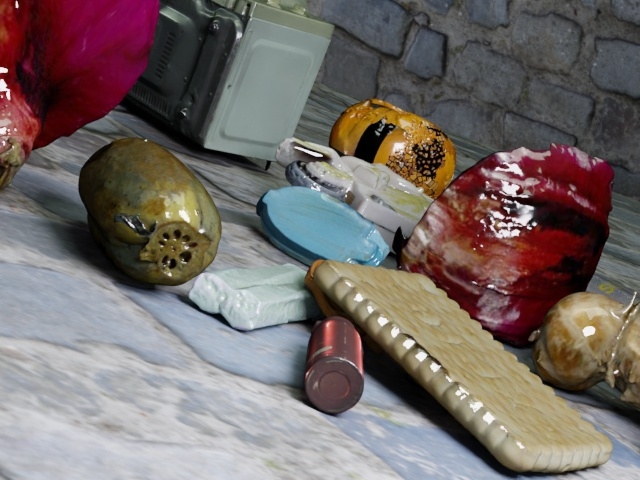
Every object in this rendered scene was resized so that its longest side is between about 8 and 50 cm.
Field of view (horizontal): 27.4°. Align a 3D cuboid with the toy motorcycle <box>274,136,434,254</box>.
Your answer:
[{"bbox_3d":[0.085,-0.058,2.008,0.340,0.108,0.223,26,19,-21],"label":"toy motorcycle"}]

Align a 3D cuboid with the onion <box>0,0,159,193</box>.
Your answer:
[{"bbox_3d":[-0.362,-0.223,1.432,0.398,0.398,0.420,16,36,-31],"label":"onion"}]

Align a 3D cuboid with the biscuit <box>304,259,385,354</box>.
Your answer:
[{"bbox_3d":[0.033,0.071,1.451,0.130,0.019,0.102,39,22,-23],"label":"biscuit"}]

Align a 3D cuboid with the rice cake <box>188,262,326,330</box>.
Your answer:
[{"bbox_3d":[-0.053,0.059,1.417,0.085,0.040,0.226,29,13,22],"label":"rice cake"}]

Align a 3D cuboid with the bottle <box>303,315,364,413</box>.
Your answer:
[{"bbox_3d":[0.015,0.115,1.268,0.060,0.060,0.164,22,12,-4],"label":"bottle"}]

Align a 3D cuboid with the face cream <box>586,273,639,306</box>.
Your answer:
[{"bbox_3d":[0.482,0.123,2.042,0.073,0.073,0.283,9,18,-48],"label":"face cream"}]

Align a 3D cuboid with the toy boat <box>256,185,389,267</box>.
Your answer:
[{"bbox_3d":[0.000,0.000,1.721,0.215,0.088,0.102,28,-21,27],"label":"toy boat"}]

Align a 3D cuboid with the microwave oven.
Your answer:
[{"bbox_3d":[-0.201,-0.318,2.189,0.218,0.286,0.355,8,20,-49],"label":"microwave oven"}]

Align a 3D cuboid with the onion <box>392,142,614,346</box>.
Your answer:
[{"bbox_3d":[0.271,0.015,1.715,0.314,0.280,0.146,15,29,-30],"label":"onion"}]

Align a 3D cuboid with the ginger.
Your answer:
[{"bbox_3d":[0.440,0.168,1.536,0.256,0.176,0.375,-22,39,-23],"label":"ginger"}]

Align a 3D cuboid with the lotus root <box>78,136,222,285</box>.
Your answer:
[{"bbox_3d":[-0.180,-0.033,1.371,0.123,0.124,0.241,-15,28,-19],"label":"lotus root"}]

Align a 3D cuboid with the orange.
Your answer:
[{"bbox_3d":[0.126,-0.149,2.307,0.234,0.182,0.234,12,8,-2],"label":"orange"}]

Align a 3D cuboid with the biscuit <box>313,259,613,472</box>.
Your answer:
[{"bbox_3d":[0.147,0.131,1.376,0.325,0.044,0.217,43,18,32],"label":"biscuit"}]
